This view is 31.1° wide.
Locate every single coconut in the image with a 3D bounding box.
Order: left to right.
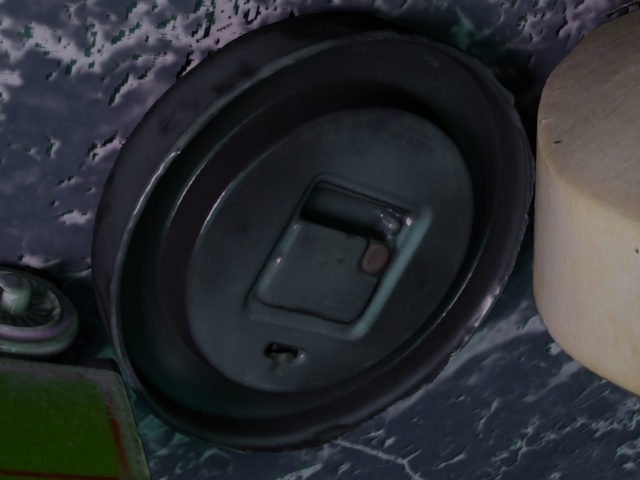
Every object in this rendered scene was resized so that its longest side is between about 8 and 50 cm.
[{"bbox_3d":[0.287,-0.032,0.775,0.323,0.323,0.323,-10,127,-13],"label":"coconut"}]

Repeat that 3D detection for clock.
[{"bbox_3d":[0.000,0.000,0.797,0.325,0.067,0.325,-17,127,-23],"label":"clock"}]

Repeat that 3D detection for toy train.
[{"bbox_3d":[-0.265,0.126,0.718,0.307,0.249,0.173,10,118,-26],"label":"toy train"}]
